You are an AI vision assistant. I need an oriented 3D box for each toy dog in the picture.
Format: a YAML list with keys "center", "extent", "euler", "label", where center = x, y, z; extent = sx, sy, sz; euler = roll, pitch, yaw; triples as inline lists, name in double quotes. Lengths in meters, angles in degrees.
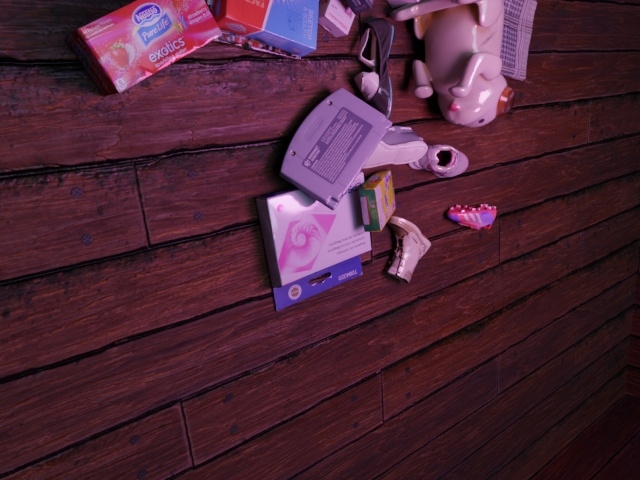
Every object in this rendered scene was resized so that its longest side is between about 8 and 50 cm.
- center: [0.425, -0.536, 1.483]
  extent: [0.395, 0.285, 0.407]
  euler: [-45, 126, -43]
  label: "toy dog"

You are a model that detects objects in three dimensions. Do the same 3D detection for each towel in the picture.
- center: [0.651, -0.742, 1.714]
  extent: [0.313, 0.056, 0.323]
  euler: [0, 99, -37]
  label: "towel"

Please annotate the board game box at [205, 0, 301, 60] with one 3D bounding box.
- center: [-0.153, -0.517, 1.168]
  extent: [0.260, 0.030, 0.136]
  euler: [-3, 99, -37]
  label: "board game box"

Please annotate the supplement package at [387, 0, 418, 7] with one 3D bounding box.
- center: [0.252, -0.758, 1.375]
  extent: [0.105, 0.105, 0.179]
  euler: [41, 75, -36]
  label: "supplement package"

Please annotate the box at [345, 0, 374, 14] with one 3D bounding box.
- center: [0.085, -0.715, 1.224]
  extent: [0.183, 0.059, 0.232]
  euler: [39, 58, -43]
  label: "box"

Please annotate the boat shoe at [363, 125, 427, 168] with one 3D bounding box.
- center: [0.164, -0.283, 1.438]
  extent: [0.320, 0.116, 0.099]
  euler: [-6, 60, -29]
  label: "boat shoe"

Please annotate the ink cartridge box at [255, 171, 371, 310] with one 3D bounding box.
- center: [0.000, 0.000, 1.372]
  extent: [0.324, 0.072, 0.329]
  euler: [-21, 110, -33]
  label: "ink cartridge box"

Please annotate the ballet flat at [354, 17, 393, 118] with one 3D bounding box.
- center: [0.142, -0.474, 1.370]
  extent: [0.096, 0.095, 0.280]
  euler: [2, 89, -28]
  label: "ballet flat"

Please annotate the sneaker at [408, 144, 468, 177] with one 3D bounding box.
- center: [0.402, -0.254, 1.594]
  extent: [0.253, 0.111, 0.102]
  euler: [-1, 101, -37]
  label: "sneaker"

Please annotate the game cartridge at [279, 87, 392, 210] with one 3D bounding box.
- center: [0.032, -0.246, 1.286]
  extent: [0.196, 0.060, 0.294]
  euler: [35, 76, -2]
  label: "game cartridge"

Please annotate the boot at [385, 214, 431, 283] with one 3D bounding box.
- center: [0.253, 0.030, 1.565]
  extent: [0.213, 0.077, 0.165]
  euler: [38, 78, -39]
  label: "boot"

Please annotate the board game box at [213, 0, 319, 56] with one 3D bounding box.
- center: [-0.113, -0.614, 1.126]
  extent: [0.242, 0.064, 0.316]
  euler: [4, 89, -37]
  label: "board game box"

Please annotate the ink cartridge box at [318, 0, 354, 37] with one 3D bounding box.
- center: [0.047, -0.607, 1.285]
  extent: [0.089, 0.052, 0.122]
  euler: [23, 86, -39]
  label: "ink cartridge box"

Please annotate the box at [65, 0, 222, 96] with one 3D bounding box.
- center: [-0.346, -0.404, 0.983]
  extent: [0.257, 0.123, 0.128]
  euler: [-41, 120, -24]
  label: "box"

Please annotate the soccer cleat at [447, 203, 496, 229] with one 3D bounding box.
- center: [0.540, -0.077, 1.761]
  extent: [0.248, 0.083, 0.095]
  euler: [-7, 109, -39]
  label: "soccer cleat"

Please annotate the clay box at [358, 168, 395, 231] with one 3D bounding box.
- center: [0.170, -0.122, 1.437]
  extent: [0.222, 0.053, 0.127]
  euler: [-48, 132, -61]
  label: "clay box"
